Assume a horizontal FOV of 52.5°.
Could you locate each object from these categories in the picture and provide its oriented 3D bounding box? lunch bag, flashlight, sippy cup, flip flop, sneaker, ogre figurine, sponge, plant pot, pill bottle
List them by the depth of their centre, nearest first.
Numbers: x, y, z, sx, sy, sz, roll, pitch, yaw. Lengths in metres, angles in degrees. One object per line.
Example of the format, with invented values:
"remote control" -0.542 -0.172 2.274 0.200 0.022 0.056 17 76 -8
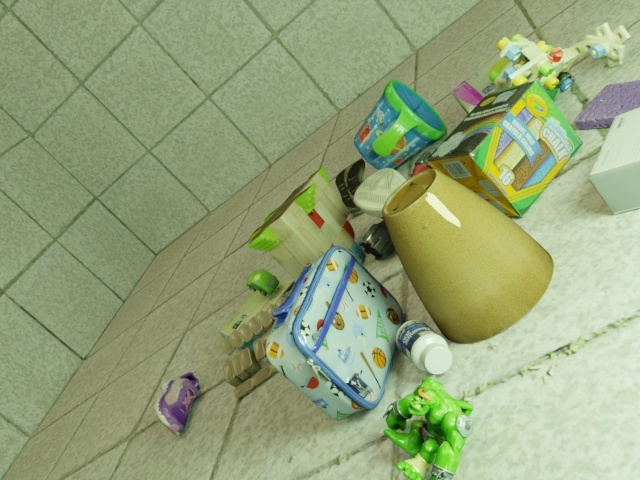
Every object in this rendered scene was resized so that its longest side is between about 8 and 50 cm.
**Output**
"ogre figurine" 0.158 0.272 0.944 0.118 0.097 0.197 -59 0 8
"pill bottle" 0.181 0.186 1.124 0.067 0.067 0.120 -44 17 -2
"plant pot" 0.232 0.005 1.130 0.237 0.254 0.237 -37 18 14
"lunch bag" 0.030 0.165 1.207 0.115 0.243 0.303 -31 20 34
"sponge" 0.623 -0.277 1.310 0.117 0.031 0.210 -45 18 -8
"sneaker" 0.204 -0.066 1.509 0.131 0.148 0.350 -48 28 -3
"flashlight" 0.215 -0.086 1.647 0.103 0.103 0.304 29 75 40
"sneaker" -0.371 0.423 1.734 0.105 0.095 0.236 -34 17 2
"sippy cup" 0.231 -0.339 2.022 0.224 0.306 0.240 -45 58 28
"flip flop" 0.118 -0.163 2.078 0.112 0.080 0.277 -32 35 17

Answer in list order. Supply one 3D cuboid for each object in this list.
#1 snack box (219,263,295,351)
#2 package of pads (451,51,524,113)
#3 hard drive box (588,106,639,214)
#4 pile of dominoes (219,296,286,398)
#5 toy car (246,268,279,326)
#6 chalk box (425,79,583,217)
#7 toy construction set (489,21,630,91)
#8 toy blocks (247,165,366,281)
"snack box" -0.137 0.170 1.854 0.322 0.060 0.187 -48 20 -18
"package of pads" 0.502 -0.432 1.816 0.229 0.101 0.296 -38 18 15
"hard drive box" 0.575 -0.156 1.036 0.232 0.089 0.181 -18 30 53
"pile of dominoes" -0.138 0.268 1.627 0.251 0.040 0.196 -37 43 14
"toy car" -0.118 0.124 1.750 0.225 0.053 0.239 16 60 35
"chalk box" 0.407 -0.209 1.381 0.289 0.179 0.180 -46 17 -13
"toy construction set" 0.542 -0.418 1.523 0.328 0.151 0.215 -17 -28 -11
"toy blocks" 0.000 0.000 1.674 0.191 0.261 0.381 -35 12 31
